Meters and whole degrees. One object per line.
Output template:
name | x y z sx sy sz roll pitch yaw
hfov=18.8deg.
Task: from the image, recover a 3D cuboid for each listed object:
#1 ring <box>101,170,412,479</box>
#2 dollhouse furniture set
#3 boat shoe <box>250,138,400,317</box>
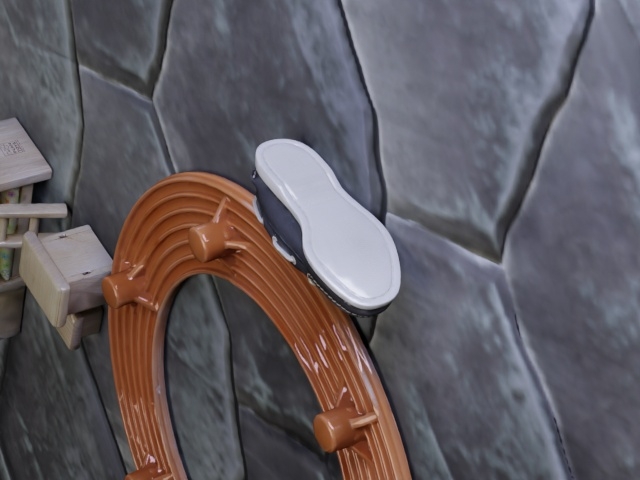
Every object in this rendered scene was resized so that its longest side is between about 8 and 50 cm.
ring | -0.049 0.126 1.129 0.336 0.032 0.337 36 135 47
dollhouse furniture set | -0.226 0.044 1.315 0.161 0.101 0.182 52 145 33
boat shoe | 0.000 0.000 0.963 0.125 0.046 0.038 51 144 38
